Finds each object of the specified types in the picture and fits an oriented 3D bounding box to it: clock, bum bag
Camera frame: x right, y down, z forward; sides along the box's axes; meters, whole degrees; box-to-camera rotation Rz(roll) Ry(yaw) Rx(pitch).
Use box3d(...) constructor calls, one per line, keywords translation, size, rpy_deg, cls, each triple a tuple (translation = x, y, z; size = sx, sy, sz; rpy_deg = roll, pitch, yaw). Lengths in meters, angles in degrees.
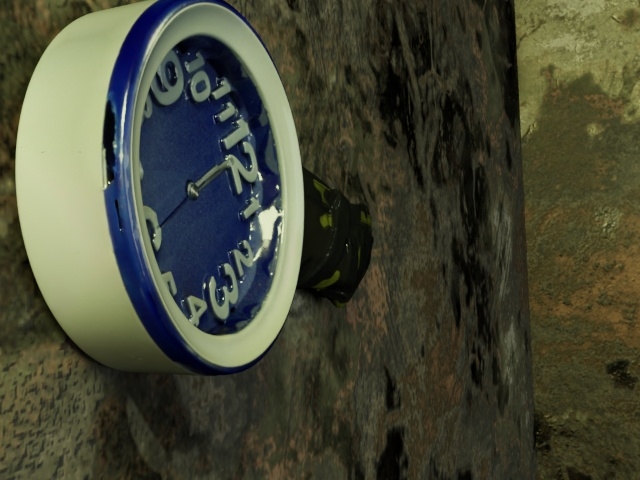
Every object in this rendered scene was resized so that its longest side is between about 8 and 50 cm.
box3d(translation=(-0.087, -0.031, 0.554), size=(0.230, 0.083, 0.231), rpy_deg=(-5, 90, -69), cls="clock")
box3d(translation=(0.000, 0.000, 0.790), size=(0.232, 0.060, 0.107), rpy_deg=(27, 72, -63), cls="bum bag")
